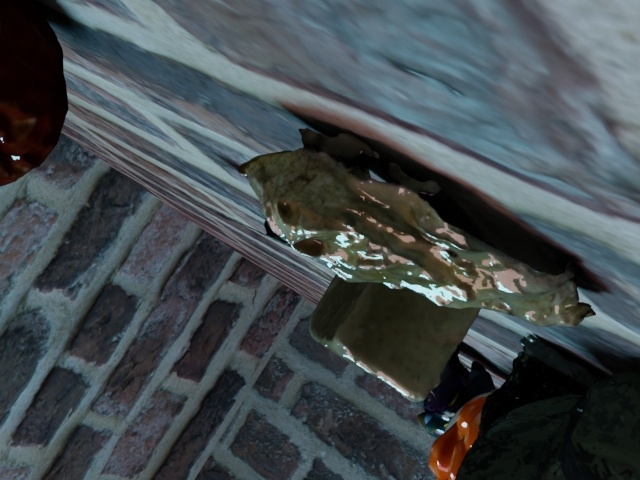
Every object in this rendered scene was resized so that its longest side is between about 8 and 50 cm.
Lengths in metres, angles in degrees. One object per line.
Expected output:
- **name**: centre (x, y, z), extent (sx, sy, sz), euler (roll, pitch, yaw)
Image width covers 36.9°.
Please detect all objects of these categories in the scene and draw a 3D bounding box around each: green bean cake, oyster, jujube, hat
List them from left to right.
- **jujube**: centre (-0.282, -0.129, 0.704), extent (0.174, 0.174, 0.250), euler (31, 173, 15)
- **green bean cake**: centre (0.056, 0.052, 0.748), extent (0.085, 0.109, 0.179), euler (31, 175, -6)
- **oyster**: centre (0.053, 0.005, 0.552), extent (0.209, 0.072, 0.133), euler (31, 178, -11)
- **hat**: centre (0.232, 0.173, 0.687), extent (0.266, 0.265, 0.128), euler (29, 137, 28)

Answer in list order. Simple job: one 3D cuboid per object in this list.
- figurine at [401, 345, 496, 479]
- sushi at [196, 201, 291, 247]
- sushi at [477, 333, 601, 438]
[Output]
- **figurine**: centre (0.229, 0.269, 1.370), extent (0.411, 0.241, 0.306), euler (54, 170, 52)
- **sushi**: centre (0.000, 0.000, 0.990), extent (0.210, 0.040, 0.193), euler (24, 178, 42)
- **sushi**: centre (0.225, 0.178, 0.921), extent (0.136, 0.126, 0.225), euler (32, 169, 16)
